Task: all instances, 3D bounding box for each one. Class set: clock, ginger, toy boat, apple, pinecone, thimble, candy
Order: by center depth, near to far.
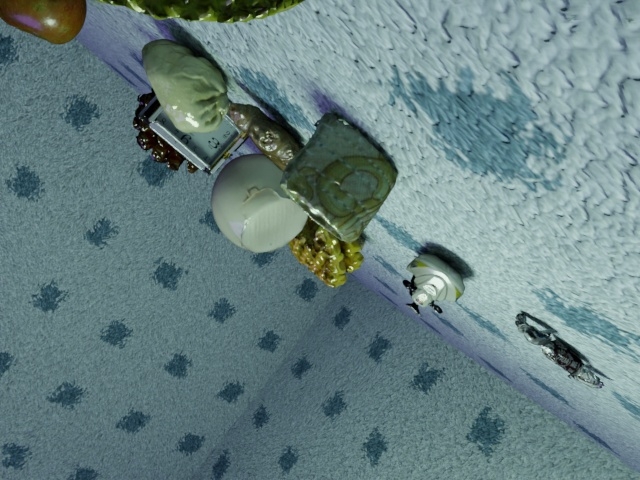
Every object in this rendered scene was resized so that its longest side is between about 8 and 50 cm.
[{"bbox_3d":[0.028,-0.101,0.800,0.137,0.143,0.190,35,174,48],"label":"thimble"},{"bbox_3d":[0.501,0.236,1.027,0.226,0.051,0.094,41,-174,-6],"label":"candy"},{"bbox_3d":[-0.081,-0.204,1.108,0.333,0.080,0.166,33,-164,-53],"label":"ginger"},{"bbox_3d":[0.254,0.101,1.136,0.141,0.141,0.269,38,-170,9],"label":"toy boat"},{"bbox_3d":[-0.315,-0.306,1.244,0.253,0.186,0.083,43,179,-41],"label":"clock"},{"bbox_3d":[-0.739,-0.647,1.285,0.237,0.207,0.237,23,-173,-3],"label":"apple"},{"bbox_3d":[-0.469,-0.358,1.580,0.296,0.242,0.298,34,180,31],"label":"pinecone"}]

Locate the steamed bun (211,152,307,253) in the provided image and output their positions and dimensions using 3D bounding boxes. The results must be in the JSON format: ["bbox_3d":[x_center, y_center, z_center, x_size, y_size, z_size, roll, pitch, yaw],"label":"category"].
[{"bbox_3d":[-0.197,-0.137,1.476,0.309,0.309,0.309,38,176,3],"label":"steamed bun"}]

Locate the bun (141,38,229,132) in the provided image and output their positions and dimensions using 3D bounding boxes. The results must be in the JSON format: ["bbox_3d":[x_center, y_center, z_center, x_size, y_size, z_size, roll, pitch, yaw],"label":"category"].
[{"bbox_3d":[-0.279,-0.331,1.049,0.229,0.145,0.229,160,90,-88],"label":"bun"}]

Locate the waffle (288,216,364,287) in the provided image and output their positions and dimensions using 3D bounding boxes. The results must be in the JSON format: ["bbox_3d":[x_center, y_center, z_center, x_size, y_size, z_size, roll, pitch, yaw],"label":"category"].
[{"bbox_3d":[0.000,0.000,1.629,0.324,0.151,0.261,38,144,51],"label":"waffle"}]

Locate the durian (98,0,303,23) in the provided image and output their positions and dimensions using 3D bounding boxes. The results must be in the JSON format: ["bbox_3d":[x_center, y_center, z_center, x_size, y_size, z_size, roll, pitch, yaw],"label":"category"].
[{"bbox_3d":[-0.195,-0.308,0.499,0.352,0.158,0.169,34,-174,15],"label":"durian"}]

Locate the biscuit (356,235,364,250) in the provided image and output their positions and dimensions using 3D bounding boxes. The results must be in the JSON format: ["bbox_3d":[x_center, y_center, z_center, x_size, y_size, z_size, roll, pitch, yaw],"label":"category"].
[{"bbox_3d":[0.113,0.010,1.738,0.082,0.070,0.168,47,178,7],"label":"biscuit"}]
